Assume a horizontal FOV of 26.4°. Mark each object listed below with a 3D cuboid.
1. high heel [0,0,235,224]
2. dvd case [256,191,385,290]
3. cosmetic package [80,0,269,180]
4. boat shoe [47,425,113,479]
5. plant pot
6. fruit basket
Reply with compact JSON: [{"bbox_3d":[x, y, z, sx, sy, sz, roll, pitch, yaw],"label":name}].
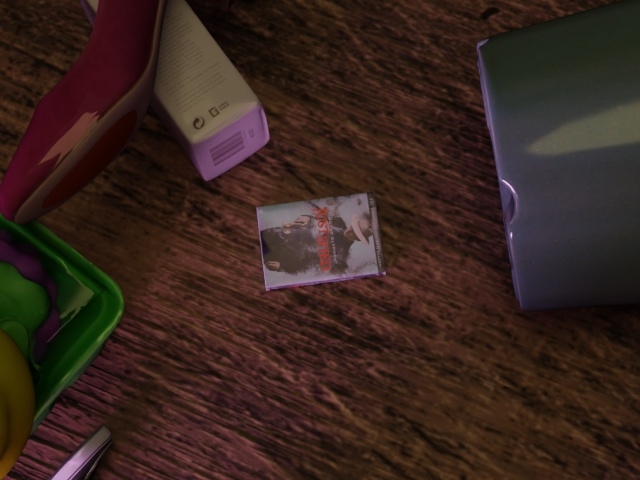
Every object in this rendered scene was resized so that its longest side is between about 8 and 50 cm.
[{"bbox_3d":[-0.217,-0.193,1.239,0.181,0.127,0.377,34,64,2],"label":"high heel"},{"bbox_3d":[0.000,0.000,1.351,0.120,0.013,0.087,-7,73,-1],"label":"dvd case"},{"bbox_3d":[-0.150,-0.182,1.359,0.085,0.117,0.231,-33,76,-8],"label":"cosmetic package"},{"bbox_3d":[-0.239,0.237,1.275,0.040,0.049,0.142,42,80,-6],"label":"boat shoe"},{"bbox_3d":[0.322,-0.083,1.218,0.334,0.341,0.341,-10,73,8],"label":"plant pot"},{"bbox_3d":[-0.352,0.122,1.147,0.283,0.392,0.392,37,78,12],"label":"fruit basket"}]
